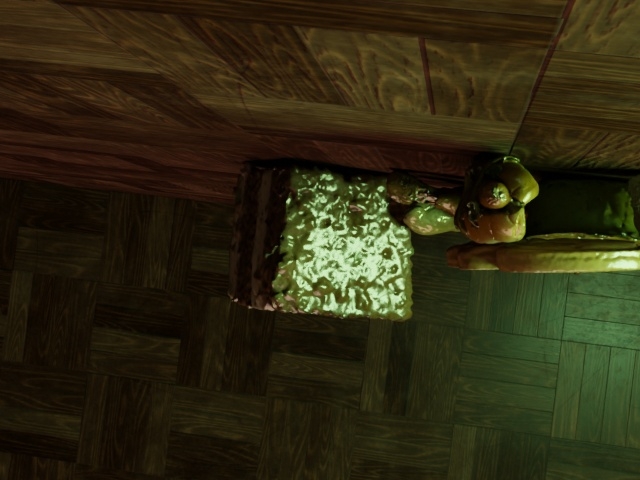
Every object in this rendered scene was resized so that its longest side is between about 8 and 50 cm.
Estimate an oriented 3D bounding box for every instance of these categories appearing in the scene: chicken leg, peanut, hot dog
[{"bbox_3d":[0.222,-0.059,1.635,0.251,0.087,0.107,13,168,-2],"label":"chicken leg"},{"bbox_3d":[0.210,-0.047,1.721,0.174,0.080,0.080,-9,-173,-30],"label":"peanut"},{"bbox_3d":[0.207,-0.050,1.262,0.072,0.109,0.269,14,-179,1],"label":"hot dog"}]

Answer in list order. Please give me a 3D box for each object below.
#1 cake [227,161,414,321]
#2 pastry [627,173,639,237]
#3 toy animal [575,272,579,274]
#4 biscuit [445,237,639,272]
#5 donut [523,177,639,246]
[{"bbox_3d":[0.000,0.000,1.810,0.282,0.256,0.290,5,-176,-22],"label":"cake"},{"bbox_3d":[0.491,-0.017,1.225,0.265,0.112,0.103,6,171,32],"label":"pastry"},{"bbox_3d":[0.404,-0.038,1.695,0.116,0.114,0.255,-22,-160,-10],"label":"toy animal"},{"bbox_3d":[0.287,0.017,1.336,0.202,0.044,0.288,-2,-176,-33],"label":"biscuit"},{"bbox_3d":[0.409,-0.031,1.463,0.272,0.107,0.272,6,174,1],"label":"donut"}]
